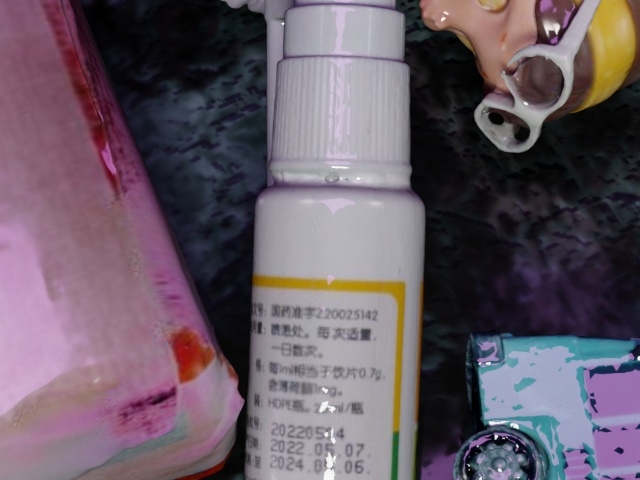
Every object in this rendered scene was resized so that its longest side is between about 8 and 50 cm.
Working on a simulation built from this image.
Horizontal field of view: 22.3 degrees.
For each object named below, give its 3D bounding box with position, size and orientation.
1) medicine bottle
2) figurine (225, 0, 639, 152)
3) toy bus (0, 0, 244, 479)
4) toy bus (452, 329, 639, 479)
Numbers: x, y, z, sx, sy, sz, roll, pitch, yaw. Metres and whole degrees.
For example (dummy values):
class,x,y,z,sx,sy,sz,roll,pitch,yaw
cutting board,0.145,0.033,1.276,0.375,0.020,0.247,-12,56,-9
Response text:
class,x,y,z,sx,sy,sz,roll,pitch,yaw
medicine bottle,0.000,0.000,0.587,0.061,0.092,0.220,2,91,-26
figurine,0.038,-0.145,0.642,0.240,0.174,0.116,39,64,6
toy bus,-0.132,-0.037,0.599,0.127,0.147,0.302,-18,69,-13
toy bus,0.093,0.112,0.551,0.092,0.079,0.160,-6,65,2
